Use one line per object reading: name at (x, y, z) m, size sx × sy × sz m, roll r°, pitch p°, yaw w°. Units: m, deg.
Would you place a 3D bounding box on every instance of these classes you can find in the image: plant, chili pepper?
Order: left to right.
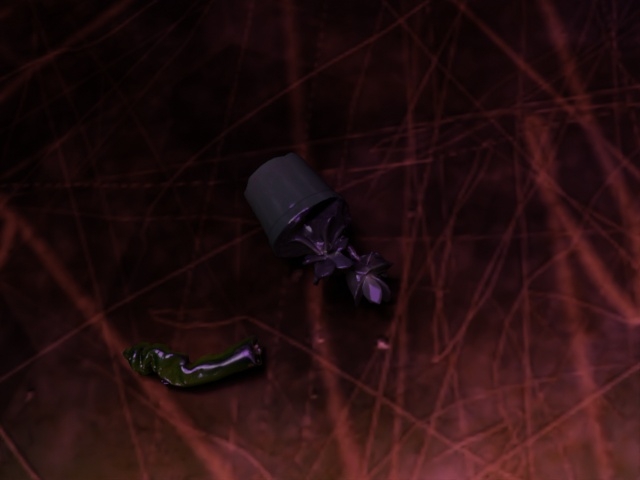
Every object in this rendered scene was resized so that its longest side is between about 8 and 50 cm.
chili pepper at (-0.073, 0.068, 0.888) m, size 0.083 × 0.022 × 0.027 m, roll -3°, pitch 95°, yaw 13°
plant at (0.000, 0.000, 0.888) m, size 0.051 × 0.051 × 0.102 m, roll -36°, pitch 65°, yaw -6°
